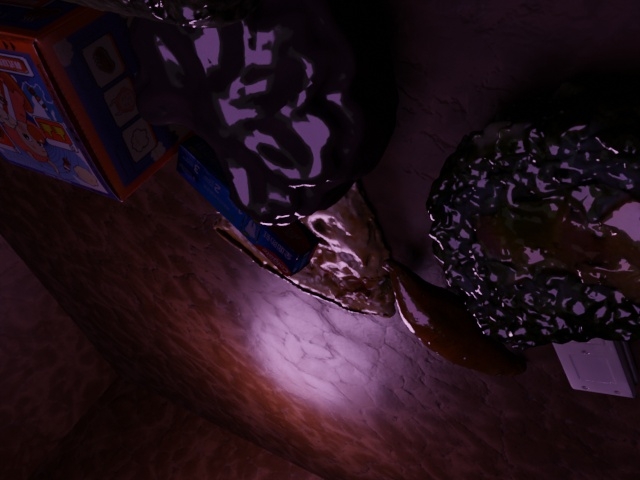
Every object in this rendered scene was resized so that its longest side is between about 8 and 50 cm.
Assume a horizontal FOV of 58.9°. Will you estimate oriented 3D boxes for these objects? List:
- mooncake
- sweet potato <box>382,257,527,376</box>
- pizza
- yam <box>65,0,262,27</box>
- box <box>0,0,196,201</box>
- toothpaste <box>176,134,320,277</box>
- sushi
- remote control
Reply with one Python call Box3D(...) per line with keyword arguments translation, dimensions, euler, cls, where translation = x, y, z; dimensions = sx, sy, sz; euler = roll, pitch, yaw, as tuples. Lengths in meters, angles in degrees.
Box3D(translation=(-0.080, -0.218, 0.784), dimensions=(0.381, 0.212, 0.351), euler=(37, 131, 6), cls="mooncake")
Box3D(translation=(0.236, 0.159, 1.059), dimensions=(0.359, 0.112, 0.112), euler=(44, 146, -14), cls="sweet potato")
Box3D(translation=(-0.003, 0.019, 1.139), dimensions=(0.392, 0.080, 0.434), euler=(46, 147, -12), cls="pizza")
Box3D(translation=(-0.180, -0.317, 0.559), dimensions=(0.300, 0.195, 0.195), euler=(24, 146, 37), cls="yam")
Box3D(translation=(-0.460, -0.290, 1.031), dimensions=(0.348, 0.257, 0.319), euler=(19, 143, 26), cls="box")
Box3D(translation=(-0.141, -0.069, 1.056), dimensions=(0.320, 0.066, 0.076), euler=(42, 141, 14), cls="toothpaste")
Box3D(translation=(0.301, -0.033, 0.682), dimensions=(0.351, 0.178, 0.294), euler=(-15, 108, 51), cls="sushi")
Box3D(translation=(0.426, 0.144, 0.910), dimensions=(0.102, 0.056, 0.277), euler=(-1, 132, 44), cls="remote control")
